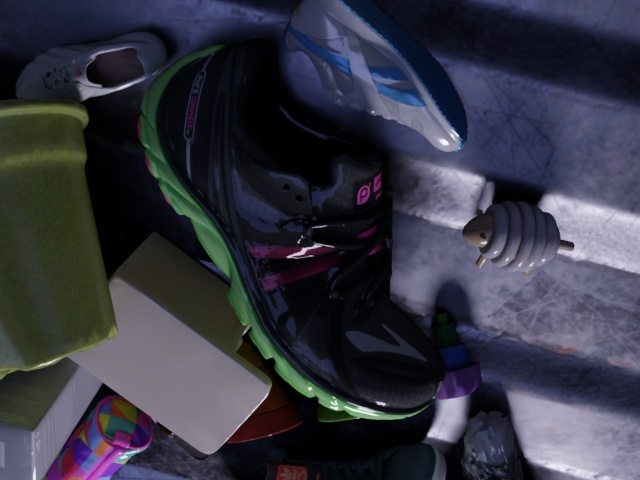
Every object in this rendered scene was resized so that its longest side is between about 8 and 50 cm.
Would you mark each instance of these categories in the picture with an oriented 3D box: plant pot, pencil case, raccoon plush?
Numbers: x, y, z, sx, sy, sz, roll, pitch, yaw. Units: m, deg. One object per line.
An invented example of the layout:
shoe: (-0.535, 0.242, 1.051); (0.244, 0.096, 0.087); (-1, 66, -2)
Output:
plant pot: (-0.345, 0.017, 0.805); (0.276, 0.276, 0.254); (-19, 91, 17)
pencil case: (-0.345, 0.332, 1.119); (0.104, 0.104, 0.236); (35, 116, -11)
raccoon plush: (0.180, 0.465, 1.109); (0.299, 0.216, 0.446); (-10, 87, 29)

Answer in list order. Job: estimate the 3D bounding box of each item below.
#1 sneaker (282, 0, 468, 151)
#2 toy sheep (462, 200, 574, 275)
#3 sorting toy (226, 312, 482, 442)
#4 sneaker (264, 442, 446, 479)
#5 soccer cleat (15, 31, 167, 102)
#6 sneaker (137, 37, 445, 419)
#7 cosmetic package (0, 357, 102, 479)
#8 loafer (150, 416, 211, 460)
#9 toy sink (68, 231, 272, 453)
sneaker: (0.063, -0.173, 0.801); (0.229, 0.087, 0.092); (43, 123, -6)
toy sheep: (0.227, -0.003, 0.863); (0.132, 0.091, 0.091); (6, 119, -10)
sorting toy: (0.022, 0.170, 0.994); (0.365, 0.127, 0.126); (-14, 85, 13)
sneaker: (0.003, 0.354, 1.058); (0.350, 0.131, 0.148); (-32, 113, 23)
soccer cleat: (-0.265, -0.187, 0.840); (0.196, 0.076, 0.068); (-13, 115, 16)
sneaker: (0.000, 0.000, 0.815); (0.202, 0.185, 0.483); (-28, 106, 30)
cosmetic package: (-0.369, 0.188, 0.968); (0.127, 0.238, 0.107); (12, 116, 5)
loafer: (-0.211, 0.260, 1.080); (0.062, 0.061, 0.170); (-26, 112, 19)
toy sink: (-0.176, 0.129, 0.967); (0.234, 0.131, 0.153); (37, 117, -6)
